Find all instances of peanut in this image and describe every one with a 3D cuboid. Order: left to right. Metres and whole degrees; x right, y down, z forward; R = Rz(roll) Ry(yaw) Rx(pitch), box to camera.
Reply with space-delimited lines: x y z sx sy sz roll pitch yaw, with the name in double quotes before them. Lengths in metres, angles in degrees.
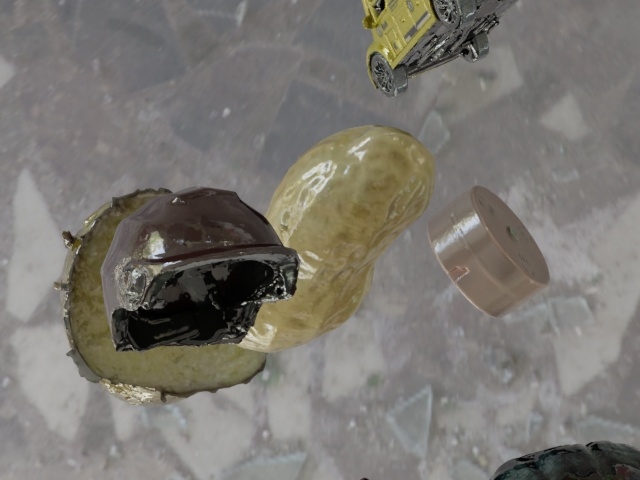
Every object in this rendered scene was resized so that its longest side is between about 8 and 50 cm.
"peanut" 0.000 0.000 1.341 0.149 0.149 0.313 30 127 -6

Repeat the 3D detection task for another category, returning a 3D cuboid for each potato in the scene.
"potato" -0.233 0.075 1.790 0.301 0.237 0.288 15 90 -24

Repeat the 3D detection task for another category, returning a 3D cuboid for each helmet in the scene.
"helmet" -0.068 0.009 0.711 0.098 0.070 0.123 -3 149 -34

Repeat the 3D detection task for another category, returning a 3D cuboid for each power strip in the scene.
"power strip" 0.203 0.012 1.613 0.078 0.154 0.154 -39 102 22

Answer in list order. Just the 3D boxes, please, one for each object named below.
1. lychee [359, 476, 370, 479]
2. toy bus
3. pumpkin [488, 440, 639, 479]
"lychee" 0.013 0.253 0.699 0.264 0.264 0.300 -14 128 10
"toy bus" 0.143 -0.286 1.526 0.145 0.331 0.151 -25 85 -19
"pumpkin" 0.184 0.233 0.901 0.202 0.140 0.202 0 90 -5
